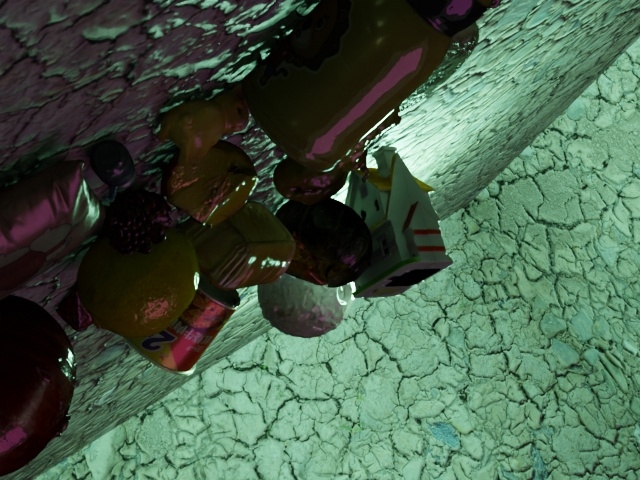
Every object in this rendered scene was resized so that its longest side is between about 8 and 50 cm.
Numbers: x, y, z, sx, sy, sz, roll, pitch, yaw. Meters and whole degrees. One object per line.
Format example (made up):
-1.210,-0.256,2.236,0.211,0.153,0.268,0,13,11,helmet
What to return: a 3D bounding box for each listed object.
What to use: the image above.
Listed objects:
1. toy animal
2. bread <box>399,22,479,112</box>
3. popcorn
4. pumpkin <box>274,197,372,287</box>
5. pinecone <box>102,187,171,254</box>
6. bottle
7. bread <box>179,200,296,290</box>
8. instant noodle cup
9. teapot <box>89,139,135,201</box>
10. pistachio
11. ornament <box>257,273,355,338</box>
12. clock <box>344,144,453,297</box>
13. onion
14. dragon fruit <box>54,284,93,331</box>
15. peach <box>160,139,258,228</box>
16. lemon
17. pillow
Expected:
-0.133,-0.166,1.182,0.159,0.070,0.083,-34,170,-40,toy animal
0.191,-0.313,1.667,0.267,0.040,0.267,-35,170,-7,bread
0.036,-0.178,1.410,0.195,0.174,0.168,-50,-164,54,popcorn
0.000,-0.002,1.966,0.238,0.238,0.159,-48,-164,52,pumpkin
-0.261,-0.034,1.298,0.102,0.102,0.109,-42,-167,31,pinecone
0.072,-0.261,1.142,0.351,0.171,0.171,-43,168,22,bottle
-0.150,0.010,1.702,0.119,0.152,0.288,-45,169,14,bread
-0.270,0.129,1.748,0.174,0.213,0.213,-47,168,11,instant noodle cup
-0.256,-0.086,1.125,0.049,0.063,0.083,-15,169,-5,teapot
0.001,-0.132,1.687,0.189,0.100,0.110,-26,171,-39,pistachio
-0.029,0.123,2.314,0.225,0.259,0.259,4,-161,37,ornament
0.160,-0.051,2.063,0.166,0.309,0.235,-1,158,-34,clock
-0.466,0.205,1.243,0.276,0.276,0.276,-35,170,-7,onion
-0.386,0.104,1.583,0.131,0.063,0.097,-27,167,-42,dragon fruit
-0.161,-0.086,1.305,0.151,0.118,0.151,-9,122,-15,peach
-0.280,0.056,1.398,0.203,0.178,0.178,-47,174,-17,lemon
-0.366,-0.003,1.084,0.236,0.084,0.223,-36,169,-10,pillow
